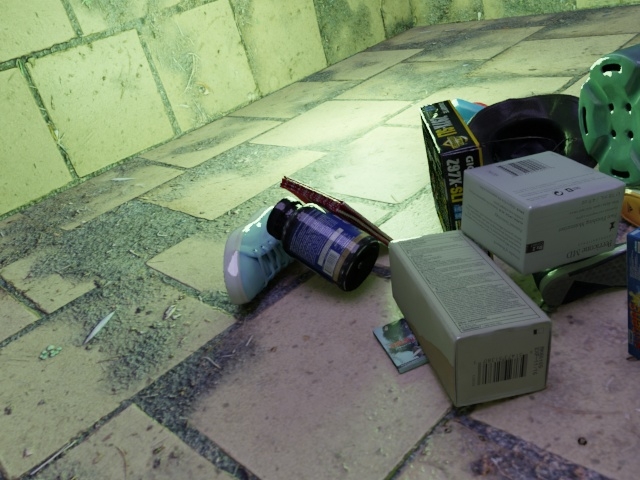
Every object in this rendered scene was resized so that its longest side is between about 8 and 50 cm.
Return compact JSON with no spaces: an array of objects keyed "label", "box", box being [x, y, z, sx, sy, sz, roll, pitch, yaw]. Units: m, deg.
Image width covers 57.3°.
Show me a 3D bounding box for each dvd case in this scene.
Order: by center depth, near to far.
[{"label":"dvd case","box":[0.148,0.170,0.986,0.087,0.013,0.119,-20,29,-8]}]

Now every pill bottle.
[{"label":"pill bottle","box":[0.000,0.000,1.190,0.219,0.123,0.122,32,49,25]}]

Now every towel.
[{"label":"towel","box":[0.036,-0.062,1.326,0.031,0.198,0.274,-58,35,-2]}]

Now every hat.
[{"label":"hat","box":[0.482,-0.187,1.341,0.331,0.134,0.332,-14,47,16]}]

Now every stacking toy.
[{"label":"stacking toy","box":[0.497,-0.305,1.578,0.301,0.166,0.175,-18,33,-28]}]

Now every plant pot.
[{"label":"plant pot","box":[0.708,-0.261,1.107,0.333,0.341,0.341,-13,26,-5]}]

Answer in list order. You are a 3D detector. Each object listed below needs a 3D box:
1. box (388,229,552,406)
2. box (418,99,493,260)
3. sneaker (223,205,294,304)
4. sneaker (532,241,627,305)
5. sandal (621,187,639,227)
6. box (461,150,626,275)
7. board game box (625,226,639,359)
[{"label":"box","box":[0.220,0.105,0.932,0.147,0.121,0.311,-9,26,-5]},{"label":"box","box":[0.274,-0.121,1.203,0.079,0.257,0.322,-13,26,8]},{"label":"sneaker","box":[-0.101,0.008,1.299,0.150,0.135,0.366,-10,28,19]},{"label":"sneaker","box":[0.468,0.017,1.020,0.226,0.086,0.163,-15,29,5]},{"label":"sandal","box":[0.595,-0.024,1.029,0.076,0.102,0.265,-21,19,-7]},{"label":"box","box":[0.354,-0.051,0.957,0.180,0.119,0.182,-14,29,-16]},{"label":"board game box","box":[0.485,0.055,0.809,0.136,0.201,0.035,-24,28,-17]}]
